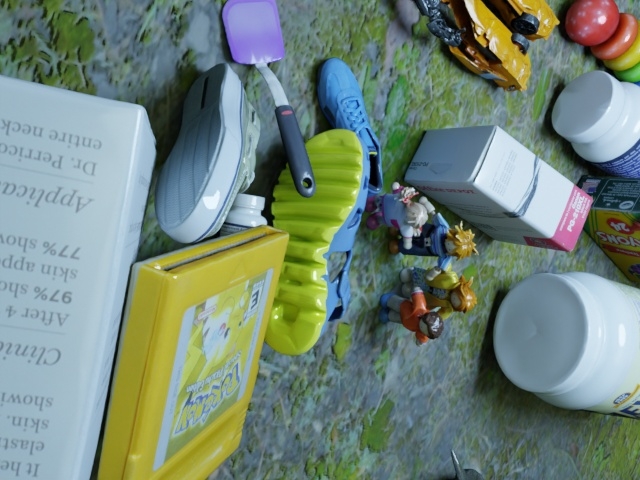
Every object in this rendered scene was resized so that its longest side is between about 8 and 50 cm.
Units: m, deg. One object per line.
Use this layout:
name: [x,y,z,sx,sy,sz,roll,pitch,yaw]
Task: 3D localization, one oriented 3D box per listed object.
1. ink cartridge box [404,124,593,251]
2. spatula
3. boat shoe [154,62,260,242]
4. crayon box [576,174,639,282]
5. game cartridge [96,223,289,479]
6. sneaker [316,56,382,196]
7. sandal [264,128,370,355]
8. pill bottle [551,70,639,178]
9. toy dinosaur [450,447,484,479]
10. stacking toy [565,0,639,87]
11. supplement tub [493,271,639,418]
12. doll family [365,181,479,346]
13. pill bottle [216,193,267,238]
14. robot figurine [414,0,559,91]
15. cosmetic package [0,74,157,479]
ink cartridge box: [0.280,-0.082,1.017,0.237,0.172,0.100,28,83,-28]
spatula: [-0.060,-0.195,0.858,0.084,0.030,0.297,-13,77,-25]
boat shoe: [-0.116,-0.104,0.764,0.094,0.109,0.302,43,33,-33]
crayon box: [0.637,0.007,1.203,0.318,0.202,0.081,39,79,-26]
game cartridge: [-0.139,0.156,0.738,0.285,0.052,0.324,-25,129,-68]
sneaker: [0.053,-0.166,0.938,0.069,0.082,0.209,-19,104,-23]
sandal: [0.000,0.000,0.907,0.138,0.126,0.318,8,99,-64]
pill bottle: [0.554,-0.193,1.160,0.264,0.153,0.153,21,86,-29]
toy dinosaur: [0.248,0.482,1.124,0.160,0.121,0.314,-23,102,-36]
stacking toy: [0.581,-0.346,1.183,0.330,0.141,0.141,24,85,-21]
supplement tub: [0.493,0.186,1.130,0.324,0.235,0.236,15,89,-29]
doll family: [0.168,0.029,0.976,0.118,0.163,0.263,-17,104,-25]
pill bottle: [-0.110,-0.003,0.878,0.067,0.067,0.120,8,93,-29]
robot figurine: [0.251,-0.374,1.009,0.291,0.085,0.211,33,80,-30]
cosmetic package: [-0.348,0.054,0.575,0.329,0.327,0.394,12,91,-14]
